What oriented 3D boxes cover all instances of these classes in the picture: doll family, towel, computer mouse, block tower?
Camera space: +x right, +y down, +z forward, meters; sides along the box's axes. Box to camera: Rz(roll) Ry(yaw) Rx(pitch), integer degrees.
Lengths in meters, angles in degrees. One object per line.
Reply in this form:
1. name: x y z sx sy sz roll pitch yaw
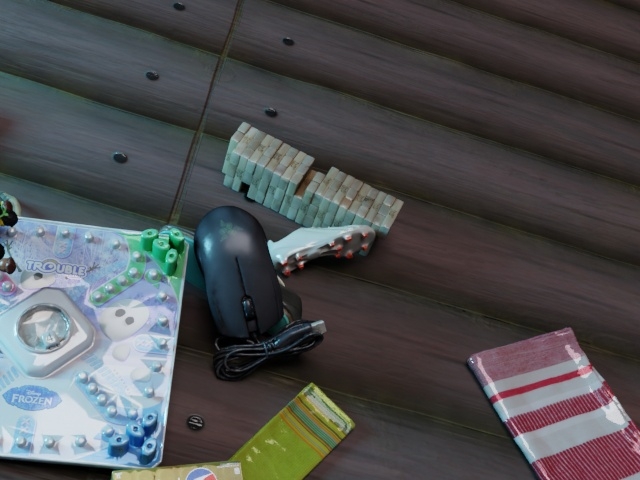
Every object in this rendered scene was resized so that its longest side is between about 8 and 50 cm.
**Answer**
1. doll family: -0.496 -0.006 1.434 0.111 0.076 0.193 6 61 -14
2. towel: -0.051 0.318 1.497 0.102 0.021 0.237 39 48 15
3. computer mouse: -0.116 0.069 1.555 0.188 0.072 0.272 -19 84 -9
4. towel: 0.426 0.307 1.686 0.237 0.037 0.329 -12 56 -29
5. block tower: -0.022 -0.091 1.822 0.335 0.097 0.091 26 46 4

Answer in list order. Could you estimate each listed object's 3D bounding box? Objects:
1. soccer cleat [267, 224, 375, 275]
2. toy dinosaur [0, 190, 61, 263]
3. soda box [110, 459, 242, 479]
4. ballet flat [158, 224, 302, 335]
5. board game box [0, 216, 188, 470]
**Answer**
1. soccer cleat: 0.000 0.000 1.744 0.196 0.068 0.076 -17 50 -11
2. toy dinosaur: -0.473 0.010 1.576 0.118 0.064 0.268 2 46 -11
3. soda box: -0.200 0.352 1.367 0.181 0.058 0.061 -2 60 -17
4. ballet flat: -0.148 0.057 1.649 0.280 0.095 0.096 38 37 -1
5. board game box: -0.406 0.127 1.437 0.389 0.050 0.390 7 57 -7
